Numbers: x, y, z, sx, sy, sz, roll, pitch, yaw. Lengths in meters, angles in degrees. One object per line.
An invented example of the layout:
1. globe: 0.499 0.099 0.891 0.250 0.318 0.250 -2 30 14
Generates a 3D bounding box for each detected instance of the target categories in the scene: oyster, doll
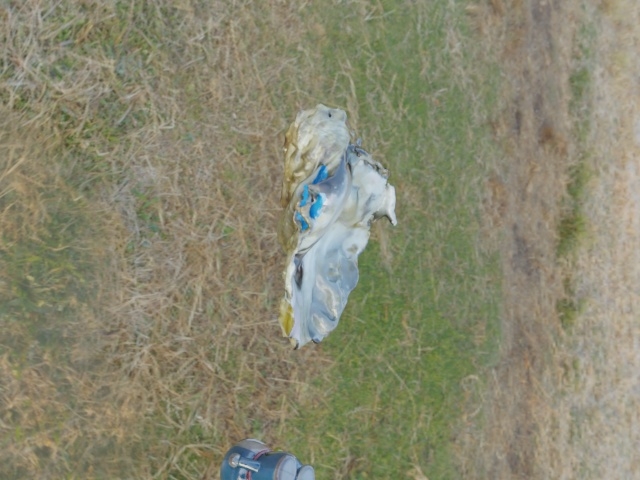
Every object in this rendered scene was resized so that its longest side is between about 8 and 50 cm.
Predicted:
1. oyster: 0.000 0.000 0.620 0.222 0.083 0.214 -64 153 -13
2. doll: -0.076 0.307 0.786 0.114 0.152 0.085 39 55 -25
